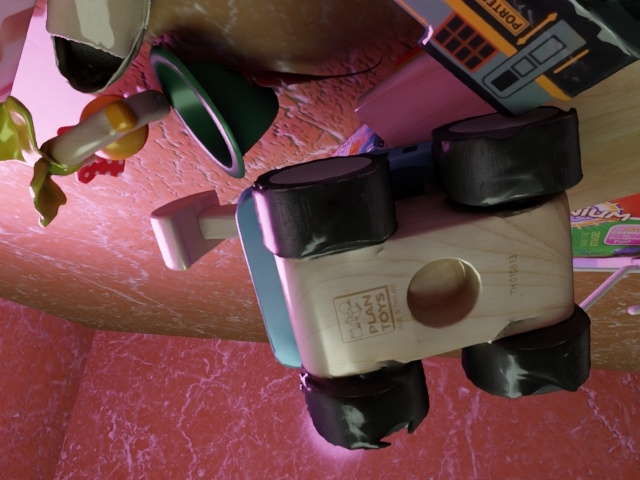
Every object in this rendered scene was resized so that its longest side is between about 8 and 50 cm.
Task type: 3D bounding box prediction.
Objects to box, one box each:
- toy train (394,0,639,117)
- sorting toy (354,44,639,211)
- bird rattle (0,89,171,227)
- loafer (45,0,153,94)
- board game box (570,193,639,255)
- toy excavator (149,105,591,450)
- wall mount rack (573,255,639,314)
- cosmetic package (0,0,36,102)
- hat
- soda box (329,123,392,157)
[{"bbox_3d":[0.078,-0.214,0.280,0.334,0.142,0.190,34,154,-12],"label":"toy train"},{"bbox_3d":[0.217,-0.138,0.519,0.255,0.089,0.257,34,148,-26],"label":"sorting toy"},{"bbox_3d":[-0.278,-0.123,0.647,0.207,0.143,0.253,-23,-172,16],"label":"bird rattle"},{"bbox_3d":[-0.206,-0.228,0.479,0.102,0.092,0.268,14,158,-16],"label":"loafer"},{"bbox_3d":[0.371,-0.060,0.759,0.242,0.064,0.316,-3,157,25],"label":"board game box"},{"bbox_3d":[0.000,0.000,0.569,0.433,0.222,0.445,-14,-163,-1],"label":"toy excavator"},{"bbox_3d":[0.494,0.092,0.880,0.304,0.130,0.350,-1,177,-2],"label":"wall mount rack"},{"bbox_3d":[-0.373,-0.212,0.460,0.153,0.129,0.296,49,143,-18],"label":"cosmetic package"},{"bbox_3d":[-0.074,-0.191,0.627,0.208,0.183,0.173,48,164,11],"label":"hat"},{"bbox_3d":[0.060,-0.112,0.737,0.063,0.058,0.183,16,157,-21],"label":"soda box"}]
